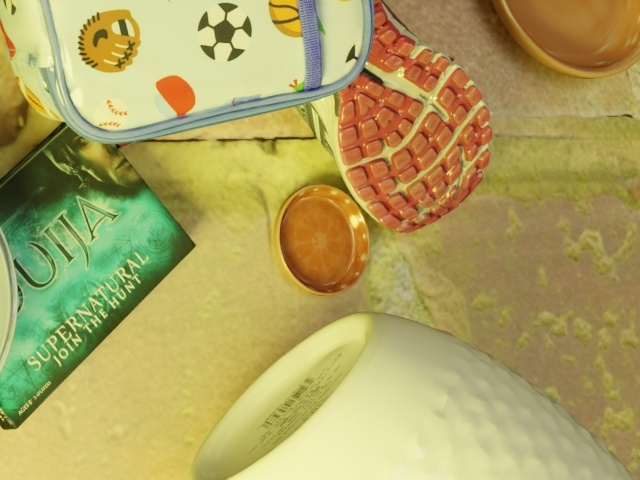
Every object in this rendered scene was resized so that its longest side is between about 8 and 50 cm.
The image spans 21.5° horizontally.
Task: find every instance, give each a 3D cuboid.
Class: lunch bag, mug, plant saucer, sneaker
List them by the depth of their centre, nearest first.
[{"bbox_3d":[-0.086,-0.222,1.029,0.243,0.115,0.303,-13,107,-21],"label":"lunch bag"},{"bbox_3d":[0.045,0.251,1.116,0.374,0.276,0.328,-42,102,0],"label":"mug"},{"bbox_3d":[0.025,-0.132,1.232,0.121,0.112,0.299,-36,122,-4],"label":"sneaker"},{"bbox_3d":[0.000,0.000,1.253,0.083,0.013,0.083,5,80,-34],"label":"plant saucer"},{"bbox_3d":[0.207,-0.231,1.417,0.200,0.037,0.200,6,79,-34],"label":"plant saucer"}]

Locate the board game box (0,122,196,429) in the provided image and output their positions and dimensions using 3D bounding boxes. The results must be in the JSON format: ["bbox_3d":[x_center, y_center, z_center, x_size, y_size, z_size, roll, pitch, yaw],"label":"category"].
[{"bbox_3d":[-0.183,0.017,1.118,0.126,0.026,0.186,52,59,-17],"label":"board game box"}]

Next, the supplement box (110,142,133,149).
[{"bbox_3d":[-0.144,-0.169,1.141,0.104,0.081,0.188,-41,105,-31],"label":"supplement box"}]

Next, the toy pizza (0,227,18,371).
[{"bbox_3d":[-0.286,0.037,1.023,0.201,0.032,0.201,1,87,-15],"label":"toy pizza"}]
